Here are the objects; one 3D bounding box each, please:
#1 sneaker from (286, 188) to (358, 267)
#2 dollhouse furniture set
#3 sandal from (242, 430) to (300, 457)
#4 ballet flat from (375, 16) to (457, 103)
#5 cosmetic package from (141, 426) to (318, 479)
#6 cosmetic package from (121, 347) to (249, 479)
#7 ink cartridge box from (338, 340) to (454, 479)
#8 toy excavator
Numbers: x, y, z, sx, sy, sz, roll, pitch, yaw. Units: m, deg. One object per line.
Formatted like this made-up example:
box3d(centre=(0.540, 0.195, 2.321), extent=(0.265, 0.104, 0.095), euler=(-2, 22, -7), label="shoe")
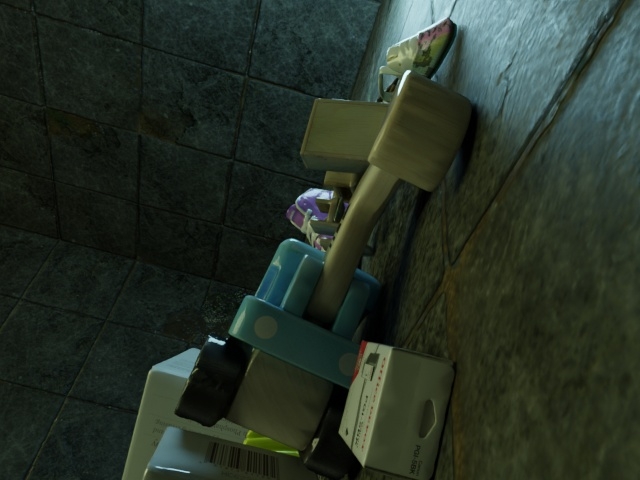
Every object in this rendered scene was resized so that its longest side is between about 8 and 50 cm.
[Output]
box3d(centre=(0.000, 0.001, 1.125), extent=(0.282, 0.160, 0.102), euler=(-82, 10, -49), label="sneaker")
box3d(centre=(0.083, -0.110, 0.894), extent=(0.242, 0.160, 0.212), euler=(60, -139, -64), label="dollhouse furniture set")
box3d(centre=(-0.083, 0.439, 0.970), extent=(0.318, 0.126, 0.138), euler=(-73, -15, -44), label="sandal")
box3d(centre=(0.131, -0.257, 0.854), extent=(0.221, 0.079, 0.077), euler=(117, 168, -68), label="ballet flat")
box3d(centre=(-0.165, 0.508, 0.723), extent=(0.161, 0.229, 0.454), euler=(178, 107, -84), label="cosmetic package")
box3d(centre=(-0.283, 0.533, 1.459), extent=(0.327, 0.329, 0.394), euler=(24, -101, -85), label="cosmetic package")
box3d(centre=(0.063, 0.145, 0.500), extent=(0.135, 0.056, 0.099), euler=(126, 159, -79), label="ink cartridge box")
box3d(centre=(0.007, 0.053, 0.725), extent=(0.433, 0.222, 0.446), euler=(129, 165, -76), label="toy excavator")
